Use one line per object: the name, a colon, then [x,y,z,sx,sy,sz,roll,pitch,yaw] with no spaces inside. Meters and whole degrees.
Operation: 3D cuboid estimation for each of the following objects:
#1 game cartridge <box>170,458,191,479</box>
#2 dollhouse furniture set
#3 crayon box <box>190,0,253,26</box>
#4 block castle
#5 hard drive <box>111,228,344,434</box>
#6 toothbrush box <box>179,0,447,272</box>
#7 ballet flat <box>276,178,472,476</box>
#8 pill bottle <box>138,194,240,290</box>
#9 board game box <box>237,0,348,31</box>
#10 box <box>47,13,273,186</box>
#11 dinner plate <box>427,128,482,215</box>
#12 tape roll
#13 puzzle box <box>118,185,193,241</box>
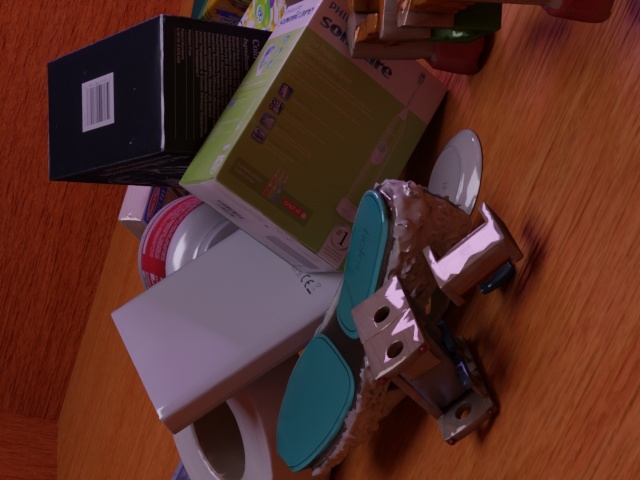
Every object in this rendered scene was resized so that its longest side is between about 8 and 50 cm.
game cartridge: [-0.162,0.321,2.017,0.294,0.060,0.196,-64,10,-9]
dollhouse furniture set: [0.151,0.087,1.270,0.184,0.129,0.129,-40,30,13]
crayon box: [-0.090,-0.416,2.151,0.323,0.203,0.083,160,120,-70]
block castle: [0.175,-0.350,1.307,0.453,0.213,0.302,180,90,-79]
hard drive: [-0.088,0.075,1.629,0.353,0.047,0.233,-33,41,-3]
toothbrush box: [-0.006,-0.130,1.537,0.283,0.206,0.122,-60,23,-14]
ballet flat: [0.069,0.116,1.429,0.147,0.147,0.408,-104,29,-54]
pill bottle: [-0.150,0.038,1.988,0.408,0.229,0.229,-173,95,-73]
board game box: [-0.039,-0.317,1.992,0.275,0.144,0.142,136,129,-61]
box: [-0.166,-0.177,1.729,0.343,0.313,0.178,-6,84,54]
dinner plate: [0.154,-0.065,1.480,0.141,0.017,0.141,-169,90,-72]
tape roll: [-0.105,0.254,1.720,0.286,0.100,0.286,29,127,47]
puzzle box: [-0.239,-0.155,2.323,0.272,0.052,0.408,51,-133,-55]
